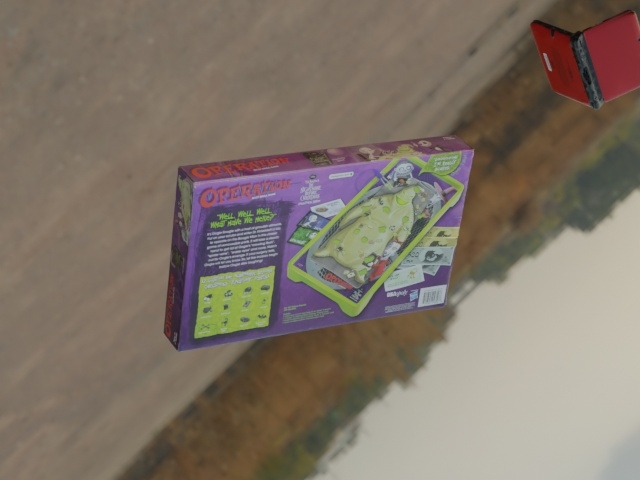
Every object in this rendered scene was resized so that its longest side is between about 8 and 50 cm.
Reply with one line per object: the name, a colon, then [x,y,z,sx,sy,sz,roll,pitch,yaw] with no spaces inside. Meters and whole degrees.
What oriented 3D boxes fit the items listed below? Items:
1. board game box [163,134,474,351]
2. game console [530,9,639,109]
board game box: [0.000,0.000,1.727,0.347,0.056,0.208,-8,125,-28]
game console: [0.372,-0.260,2.155,0.085,0.124,0.144,-47,139,-17]
